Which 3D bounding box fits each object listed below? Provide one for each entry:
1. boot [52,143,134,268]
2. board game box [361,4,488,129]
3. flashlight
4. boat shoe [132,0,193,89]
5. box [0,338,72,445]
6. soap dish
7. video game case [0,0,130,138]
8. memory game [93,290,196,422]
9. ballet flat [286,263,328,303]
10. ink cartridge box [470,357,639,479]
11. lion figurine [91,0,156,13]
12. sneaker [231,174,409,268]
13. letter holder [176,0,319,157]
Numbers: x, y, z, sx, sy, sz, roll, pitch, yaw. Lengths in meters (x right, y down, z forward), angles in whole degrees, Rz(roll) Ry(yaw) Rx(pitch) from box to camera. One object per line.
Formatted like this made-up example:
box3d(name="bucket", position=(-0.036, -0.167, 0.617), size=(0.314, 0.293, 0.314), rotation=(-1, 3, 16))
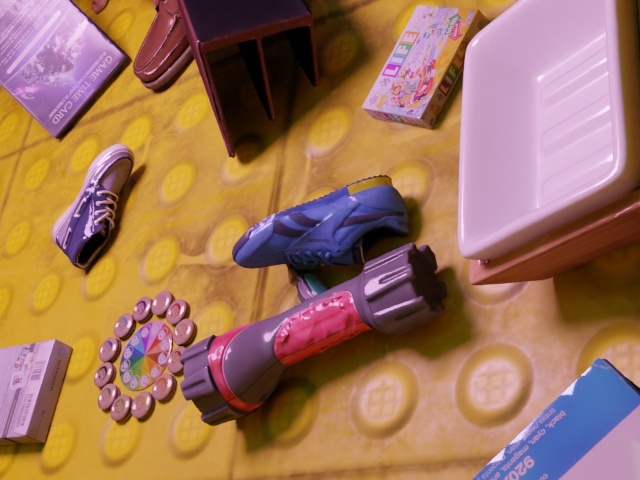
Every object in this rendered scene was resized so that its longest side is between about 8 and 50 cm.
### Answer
box3d(name="boot", position=(-0.329, -0.049, 1.481), size=(0.086, 0.069, 0.190), rotation=(42, 103, 41))
box3d(name="board game box", position=(0.127, -0.214, 1.196), size=(0.103, 0.026, 0.154), rotation=(19, 77, 47))
box3d(name="flashlight", position=(-0.012, 0.106, 1.058), size=(0.304, 0.103, 0.103), rotation=(-26, 75, 26))
box3d(name="boat shoe", position=(-0.226, -0.395, 1.578), size=(0.110, 0.104, 0.307), rotation=(23, 81, 48))
box3d(name="box", position=(-0.450, 0.224, 1.423), size=(0.186, 0.038, 0.145), rotation=(-12, 56, 36))
box3d(name="soap dish", position=(0.241, -0.113, 0.920), size=(0.229, 0.118, 0.291), rotation=(-33, 42, 49))
box3d(name="video game case", position=(-0.494, -0.342, 1.710), size=(0.196, 0.274, 0.026), rotation=(-46, -2, 9))
box3d(name="memory game", position=(-0.235, 0.152, 1.294), size=(0.186, 0.012, 0.186), rotation=(-23, 50, 30))
box3d(name="ballet flat", position=(-0.021, 0.046, 1.152), size=(0.041, 0.041, 0.114), rotation=(-41, 42, 14))
box3d(name="ink cartridge box", position=(0.242, 0.239, 0.682), size=(0.168, 0.171, 0.233), rotation=(-46, 42, 9))
box3d(name="lion figurine", position=(-0.422, -0.515, 1.735), size=(0.392, 0.240, 0.142), rotation=(3, 66, 43))
box3d(name="sneaker", position=(0.000, 0.000, 1.112), size=(0.209, 0.069, 0.082), rotation=(-21, 70, 8))
box3d(name="letter holder", position=(-0.109, -0.288, 1.391), size=(0.152, 0.214, 0.302), rotation=(-16, 45, -6))
